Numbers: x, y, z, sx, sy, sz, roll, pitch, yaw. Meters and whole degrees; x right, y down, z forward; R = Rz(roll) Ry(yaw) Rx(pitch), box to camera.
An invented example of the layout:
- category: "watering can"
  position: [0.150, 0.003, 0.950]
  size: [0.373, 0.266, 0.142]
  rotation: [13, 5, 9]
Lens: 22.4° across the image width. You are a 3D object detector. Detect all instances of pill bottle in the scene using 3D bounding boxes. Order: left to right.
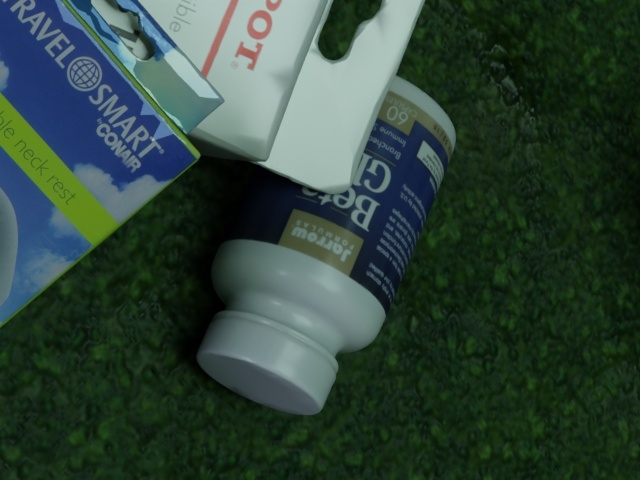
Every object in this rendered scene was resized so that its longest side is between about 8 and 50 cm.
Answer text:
- category: "pill bottle"
  position: [0.000, 0.000, 0.840]
  size: [0.094, 0.094, 0.169]
  rotation: [35, 66, -29]

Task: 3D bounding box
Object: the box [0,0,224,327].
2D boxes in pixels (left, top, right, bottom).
- category: "box"
  position: [-0.133, -0.030, 0.622]
  size: [0.178, 0.042, 0.109]
  rotation: [-41, 112, 0]

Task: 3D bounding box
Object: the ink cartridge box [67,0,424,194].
- category: "ink cartridge box"
  position: [-0.092, -0.165, 0.697]
  size: [0.353, 0.119, 0.207]
  rotation: [21, 88, -18]
